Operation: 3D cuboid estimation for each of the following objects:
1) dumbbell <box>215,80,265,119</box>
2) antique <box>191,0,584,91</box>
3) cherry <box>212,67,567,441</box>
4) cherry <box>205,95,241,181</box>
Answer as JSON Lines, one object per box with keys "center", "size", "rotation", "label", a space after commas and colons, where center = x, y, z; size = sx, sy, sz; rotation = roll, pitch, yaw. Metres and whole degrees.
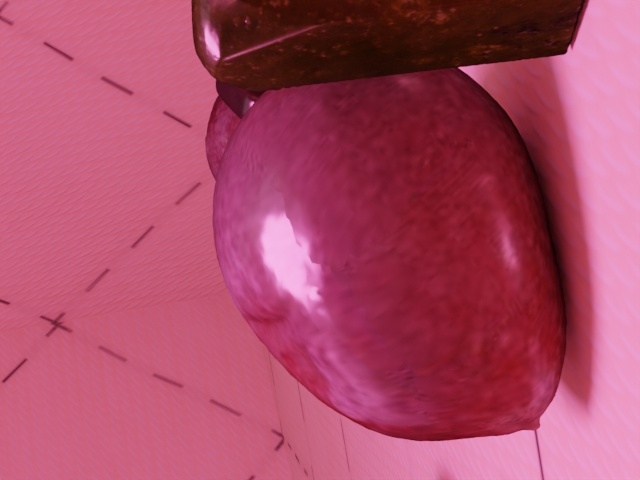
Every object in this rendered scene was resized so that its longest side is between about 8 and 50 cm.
{"center": [-0.013, -0.213, 1.520], "size": [0.140, 0.124, 0.225], "rotation": [46, 135, 48], "label": "dumbbell"}
{"center": [0.034, -0.144, 0.995], "size": [0.080, 0.221, 0.081], "rotation": [95, 165, -65], "label": "antique"}
{"center": [0.049, 0.005, 1.164], "size": [0.307, 0.221, 0.261], "rotation": [60, 171, 15], "label": "cherry"}
{"center": [-0.049, -0.125, 2.044], "size": [0.249, 0.175, 0.192], "rotation": [110, 164, -80], "label": "cherry"}
